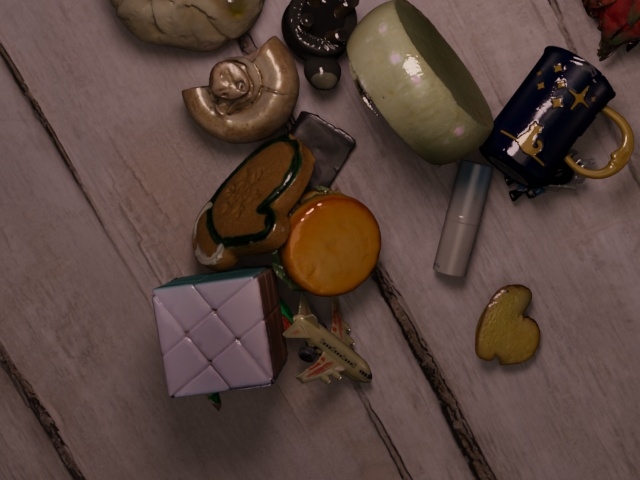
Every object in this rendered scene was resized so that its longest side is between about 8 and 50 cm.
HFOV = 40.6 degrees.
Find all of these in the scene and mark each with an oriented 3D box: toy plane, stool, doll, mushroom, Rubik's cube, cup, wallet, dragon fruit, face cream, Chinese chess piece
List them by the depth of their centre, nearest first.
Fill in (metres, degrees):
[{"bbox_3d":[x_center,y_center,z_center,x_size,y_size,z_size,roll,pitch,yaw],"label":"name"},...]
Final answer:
[{"bbox_3d":[0.199,-0.314,1.738,0.146,0.349,0.349,-36,93,23],"label":"Chinese chess piece"},{"bbox_3d":[0.644,-0.496,1.773,0.192,0.193,0.274,21,100,-26],"label":"dragon fruit"},{"bbox_3d":[0.490,-0.228,1.774,0.255,0.178,0.256,37,93,35],"label":"cup"},{"bbox_3d":[-0.202,0.181,1.787,0.231,0.224,0.221,-8,94,6],"label":"Rubik's cube"},{"bbox_3d":[0.014,-0.441,1.823,0.153,0.139,0.228,-25,92,-14],"label":"stool"},{"bbox_3d":[-0.154,-0.304,1.840,0.254,0.195,0.189,-34,96,9],"label":"mushroom"},{"bbox_3d":[0.500,-0.144,1.877,0.195,0.070,0.096,-19,83,11],"label":"doll"},{"bbox_3d":[0.312,-0.049,1.896,0.077,0.077,0.250,13,99,2],"label":"face cream"},{"bbox_3d":[0.021,0.238,1.916,0.104,0.242,0.256,-12,130,37],"label":"toy plane"},{"bbox_3d":[-0.050,-0.140,1.936,0.146,0.030,0.285,32,97,3],"label":"wallet"}]

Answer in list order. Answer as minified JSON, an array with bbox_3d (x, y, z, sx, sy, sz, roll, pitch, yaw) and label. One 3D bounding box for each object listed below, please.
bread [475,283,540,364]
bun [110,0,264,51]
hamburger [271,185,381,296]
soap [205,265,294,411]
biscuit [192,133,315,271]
[{"bbox_3d":[0.422,0.187,1.930,0.149,0.065,0.187,18,95,-9],"label":"bread"},{"bbox_3d":[-0.282,-0.575,1.804,0.365,0.219,0.365,0,100,2],"label":"bun"},{"bbox_3d":[0.001,-0.001,1.866,0.246,0.170,0.246,-5,105,-19],"label":"hamburger"},{"bbox_3d":[-0.194,0.215,1.952,0.273,0.098,0.218,-39,90,8],"label":"soap"},{"bbox_3d":[-0.147,-0.071,1.835,0.344,0.287,0.057,-44,127,14],"label":"biscuit"}]
